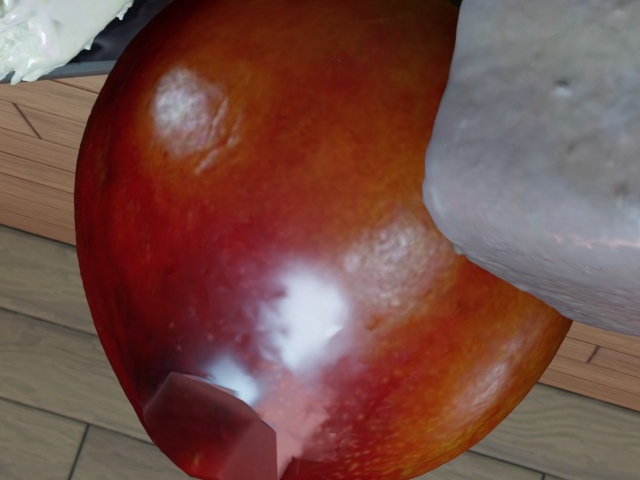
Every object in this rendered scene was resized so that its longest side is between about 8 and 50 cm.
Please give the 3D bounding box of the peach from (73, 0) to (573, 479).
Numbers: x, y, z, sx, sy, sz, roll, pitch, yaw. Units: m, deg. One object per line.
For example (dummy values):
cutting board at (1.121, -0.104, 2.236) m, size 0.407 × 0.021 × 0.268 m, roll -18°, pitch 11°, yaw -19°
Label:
peach at (0.000, 0.000, 1.130) m, size 0.388 × 0.388 × 0.388 m, roll 17°, pitch 168°, yaw 4°

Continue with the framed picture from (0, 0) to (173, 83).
framed picture at (-0.221, -0.181, 1.183) m, size 0.326 × 0.028 × 0.446 m, roll -6°, pitch 174°, yaw -13°

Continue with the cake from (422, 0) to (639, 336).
cake at (0.230, -0.063, 0.920) m, size 0.230 × 0.237 × 0.309 m, roll 11°, pitch 169°, yaw 37°

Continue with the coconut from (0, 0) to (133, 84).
coconut at (-0.179, -0.223, 0.611) m, size 0.309 × 0.297 × 0.297 m, roll 28°, pitch 175°, yaw 33°
